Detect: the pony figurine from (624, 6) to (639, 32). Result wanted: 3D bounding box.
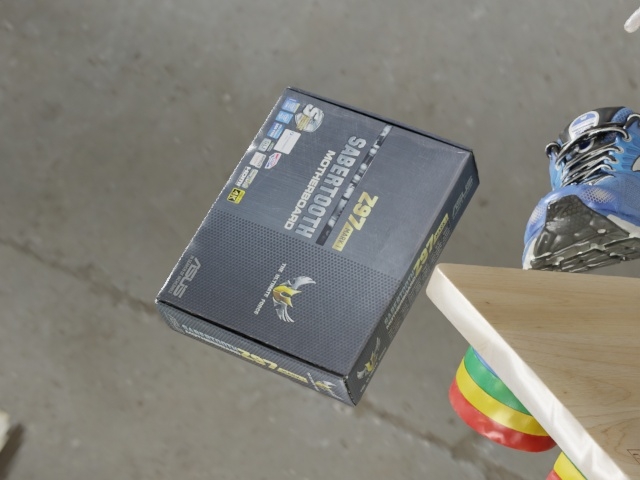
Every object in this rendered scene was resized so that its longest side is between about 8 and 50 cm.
[{"bbox_3d":[0.400,-0.343,1.451,0.351,0.303,0.363,-10,76,18],"label":"pony figurine"}]

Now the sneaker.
[{"bbox_3d":[0.250,-0.046,1.674,0.130,0.330,0.147,-16,89,18],"label":"sneaker"}]

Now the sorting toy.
[{"bbox_3d":[0.226,0.129,1.272,0.255,0.257,0.089,50,126,46],"label":"sorting toy"}]

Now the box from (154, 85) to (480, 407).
[{"bbox_3d":[0.000,0.000,1.478,0.183,0.059,0.233,22,68,23],"label":"box"}]
